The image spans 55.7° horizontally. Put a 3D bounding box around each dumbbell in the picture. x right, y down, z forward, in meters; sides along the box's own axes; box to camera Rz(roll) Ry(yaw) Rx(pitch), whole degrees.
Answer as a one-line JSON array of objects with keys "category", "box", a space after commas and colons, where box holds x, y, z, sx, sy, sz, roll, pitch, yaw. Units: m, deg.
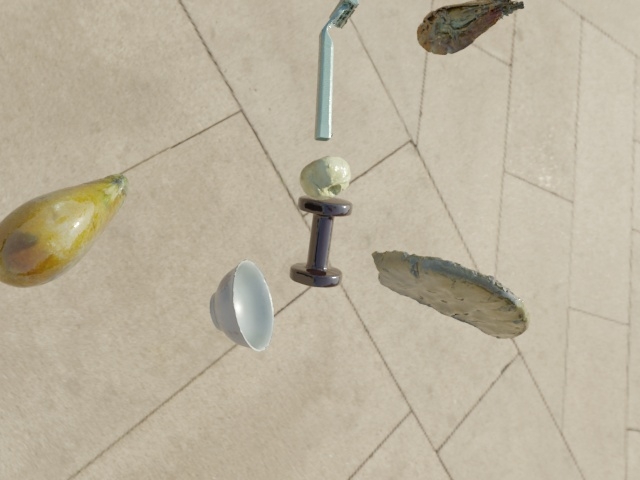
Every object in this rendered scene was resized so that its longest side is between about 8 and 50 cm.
[{"category": "dumbbell", "box": [0.000, 0.000, 1.518, 0.124, 0.140, 0.225, -14, 115, -61]}]

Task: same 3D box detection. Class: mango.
[{"category": "mango", "box": [-0.494, -0.031, 1.162, 0.146, 0.193, 0.316, 49, 48, -14]}]

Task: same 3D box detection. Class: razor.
[{"category": "razor", "box": [0.014, -0.329, 1.168, 0.056, 0.111, 0.277, 11, 82, -15]}]

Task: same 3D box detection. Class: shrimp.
[{"category": "shrimp", "box": [0.256, -0.374, 1.040, 0.043, 0.184, 0.091, 22, 54, -65]}]

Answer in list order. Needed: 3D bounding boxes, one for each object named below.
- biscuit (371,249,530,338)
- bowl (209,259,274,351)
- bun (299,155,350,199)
[{"category": "biscuit", "box": [0.207, 0.079, 0.866, 0.290, 0.141, 0.038, 27, 66, -19]}, {"category": "bowl", "box": [-0.171, 0.137, 1.238, 0.189, 0.086, 0.189, -12, 90, -74]}, {"category": "bun", "box": [0.011, -0.095, 0.970, 0.086, 0.086, 0.054, -7, 62, -34]}]
